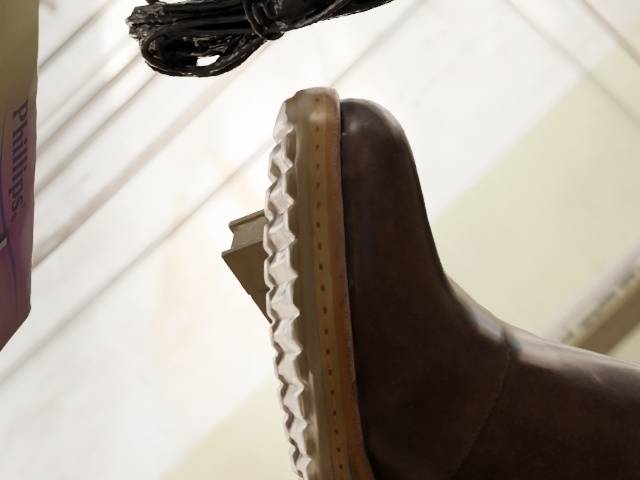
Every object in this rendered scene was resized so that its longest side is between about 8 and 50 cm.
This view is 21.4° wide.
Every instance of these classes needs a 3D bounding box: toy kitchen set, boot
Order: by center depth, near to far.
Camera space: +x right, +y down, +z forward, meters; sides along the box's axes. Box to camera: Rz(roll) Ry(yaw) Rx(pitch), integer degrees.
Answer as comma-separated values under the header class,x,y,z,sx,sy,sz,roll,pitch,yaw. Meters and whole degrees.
class,x,y,z,sx,sy,sz,roll,pitch,yaw
boot,0.097,0.060,0.511,0.207,0.248,0.090,-12,7,-6
toy kitchen set,0.000,0.000,0.975,0.083,0.075,0.068,-21,32,22

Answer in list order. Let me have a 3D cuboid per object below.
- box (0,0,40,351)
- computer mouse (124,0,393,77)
class,x,y,z,sx,sy,sz,roll,pitch,yaw
box,-0.170,0.006,0.356,0.243,0.117,0.213,-56,-15,-40
computer mouse,-0.083,-0.190,0.769,0.188,0.272,0.072,-17,28,36
